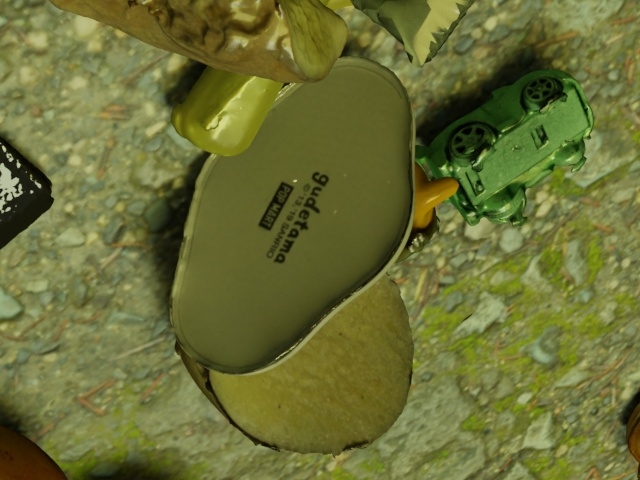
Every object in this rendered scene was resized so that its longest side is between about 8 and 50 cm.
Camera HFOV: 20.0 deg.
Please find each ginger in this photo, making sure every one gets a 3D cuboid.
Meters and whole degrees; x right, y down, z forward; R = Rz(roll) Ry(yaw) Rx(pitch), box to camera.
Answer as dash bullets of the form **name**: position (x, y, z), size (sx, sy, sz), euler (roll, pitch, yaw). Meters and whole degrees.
- **ginger**: position (-0.091, -0.152, 1.151), size (0.137, 0.213, 0.074), euler (20, 85, -69)

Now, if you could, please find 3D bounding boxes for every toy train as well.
- **toy train**: position (0.138, -0.075, 1.420), size (0.149, 0.081, 0.099), euler (-40, 137, -4)

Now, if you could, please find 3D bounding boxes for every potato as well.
- **potato**: position (-0.039, 0.083, 1.410), size (0.202, 0.182, 0.117), euler (8, 162, -27)

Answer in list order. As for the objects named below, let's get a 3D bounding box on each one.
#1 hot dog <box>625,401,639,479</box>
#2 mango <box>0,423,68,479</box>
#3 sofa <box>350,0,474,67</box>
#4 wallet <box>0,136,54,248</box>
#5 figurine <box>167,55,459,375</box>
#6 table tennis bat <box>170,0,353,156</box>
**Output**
- **hot dog**: position (0.386, 0.143, 1.762), size (0.102, 0.076, 0.249), euler (40, 101, -8)
- **mango**: position (-0.282, 0.198, 1.350), size (0.221, 0.120, 0.151), euler (30, 108, -37)
- **sofa**: position (0.018, -0.255, 1.081), size (0.225, 0.176, 0.210), euler (33, 102, -31)
- **wallet**: position (-0.307, 0.010, 1.241), size (0.244, 0.025, 0.124), euler (-39, 134, 5)
- **figurine**: position (0.000, 0.000, 1.353), size (0.250, 0.166, 0.141), euler (-52, 155, -3)
- **table tennis bat**: position (0.011, -0.212, 1.234), size (0.224, 0.054, 0.369), euler (23, 110, -36)
